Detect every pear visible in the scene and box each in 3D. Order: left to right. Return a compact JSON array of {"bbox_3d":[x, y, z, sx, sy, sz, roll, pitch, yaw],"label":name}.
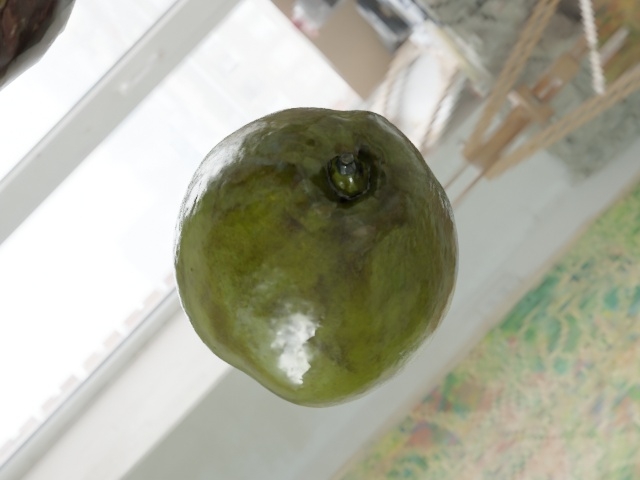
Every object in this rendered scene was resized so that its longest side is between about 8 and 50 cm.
[{"bbox_3d":[0.000,0.000,1.342,0.287,0.287,0.375,44,158,11],"label":"pear"}]

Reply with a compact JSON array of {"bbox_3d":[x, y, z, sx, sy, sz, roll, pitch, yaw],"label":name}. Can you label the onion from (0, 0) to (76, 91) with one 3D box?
[{"bbox_3d":[-0.327,-0.246,0.865,0.385,0.348,0.348,25,170,25],"label":"onion"}]
